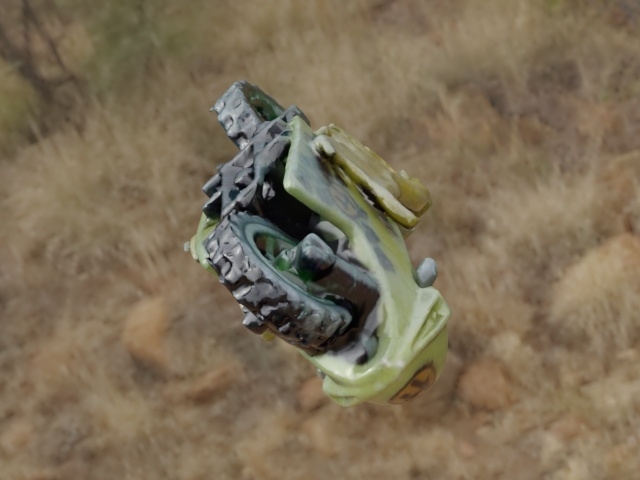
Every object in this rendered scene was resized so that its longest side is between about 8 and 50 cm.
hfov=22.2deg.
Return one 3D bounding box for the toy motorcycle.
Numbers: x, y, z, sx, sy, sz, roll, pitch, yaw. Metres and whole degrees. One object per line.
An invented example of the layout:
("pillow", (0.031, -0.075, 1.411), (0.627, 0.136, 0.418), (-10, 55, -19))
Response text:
("toy motorcycle", (0.000, 0.000, 1.388), (0.168, 0.237, 0.410), (-41, 22, 16))
